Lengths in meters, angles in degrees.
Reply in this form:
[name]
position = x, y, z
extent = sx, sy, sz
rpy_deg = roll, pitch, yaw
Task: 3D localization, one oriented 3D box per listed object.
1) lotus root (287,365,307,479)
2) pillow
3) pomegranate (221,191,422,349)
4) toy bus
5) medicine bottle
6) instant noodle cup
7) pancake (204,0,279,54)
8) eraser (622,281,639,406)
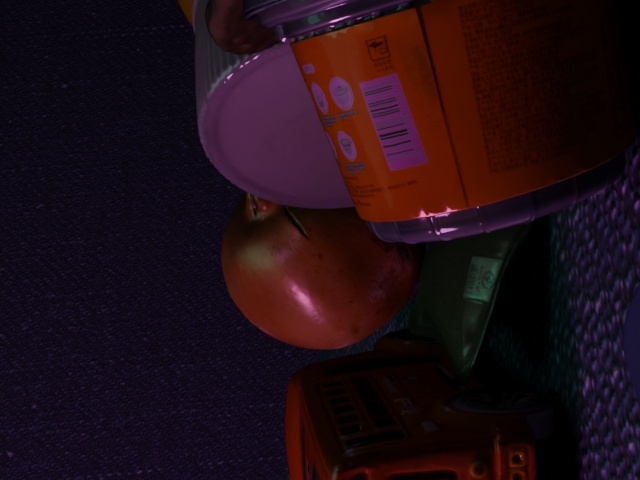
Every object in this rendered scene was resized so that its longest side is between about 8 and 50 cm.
[lotus root]
position = 0.040, 0.234, 1.094
extent = 0.278, 0.154, 0.154
rpy_deg = -100, 8, -53
[pillow]
position = 0.098, 0.017, 0.734
extent = 0.217, 0.033, 0.130
rpy_deg = -136, 67, -84
[pomegranate]
position = 0.002, 0.005, 1.081
extent = 0.209, 0.209, 0.209
rpy_deg = 178, 90, -86
[toy bus]
position = 0.056, 0.152, 0.735
extent = 0.329, 0.153, 0.143
rpy_deg = -126, 33, -83
[medicine bottle]
position = -0.004, -0.230, 0.831
extent = 0.224, 0.224, 0.384
rpy_deg = 94, 173, -56
[instant noodle cup]
position = 0.067, -0.073, 0.491
extent = 0.208, 0.177, 0.126
rpy_deg = -39, -67, -65
[pancake]
position = 0.030, -0.186, 0.566
extent = 0.042, 0.236, 0.222
rpy_deg = 46, -162, -2
[eraser]
position = 0.137, 0.082, 0.302
extent = 0.225, 0.036, 0.082
rpy_deg = -92, 9, -48
